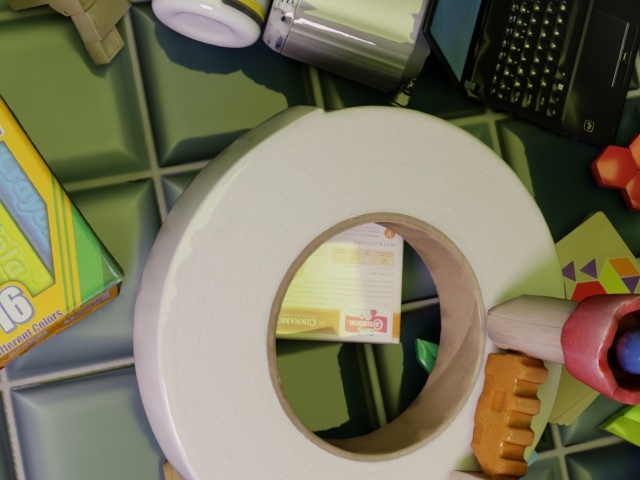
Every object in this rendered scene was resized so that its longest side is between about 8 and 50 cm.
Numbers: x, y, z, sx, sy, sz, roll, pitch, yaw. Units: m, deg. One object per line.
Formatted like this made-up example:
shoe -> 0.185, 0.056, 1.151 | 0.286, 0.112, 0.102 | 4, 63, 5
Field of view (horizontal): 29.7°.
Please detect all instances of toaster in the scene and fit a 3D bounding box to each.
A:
toaster -> 0.037, -0.236, 1.111 | 0.146, 0.129, 0.227 | 16, 83, -5

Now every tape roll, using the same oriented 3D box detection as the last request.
tape roll -> 0.035, 0.077, 1.023 | 0.392, 0.072, 0.392 | -2, 95, -26

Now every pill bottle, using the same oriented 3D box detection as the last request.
pill bottle -> -0.082, -0.278, 1.102 | 0.103, 0.103, 0.184 | 18, 81, -9

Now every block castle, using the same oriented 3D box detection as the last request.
block castle -> 0.264, 0.282, 0.998 | 0.303, 0.213, 0.453 | 15, 87, -32

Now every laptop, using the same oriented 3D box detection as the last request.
laptop -> 0.218, -0.242, 1.128 | 0.264, 0.136, 0.234 | 18, 82, -15

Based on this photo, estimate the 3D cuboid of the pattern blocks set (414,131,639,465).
pattern blocks set -> 0.249, 0.071, 1.167 | 0.325, 0.026, 0.285 | -28, 92, -12

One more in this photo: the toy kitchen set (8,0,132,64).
toy kitchen set -> -0.225, -0.211, 1.109 | 0.083, 0.075, 0.068 | 66, 33, -31

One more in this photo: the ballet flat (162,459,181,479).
ballet flat -> -0.117, 0.301, 1.062 | 0.073, 0.080, 0.232 | 2, 80, 17

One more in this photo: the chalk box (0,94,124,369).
chalk box -> -0.316, -0.032, 0.994 | 0.179, 0.180, 0.289 | -35, 90, -13

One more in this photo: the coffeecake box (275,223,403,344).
coffeecake box -> 0.000, 0.000, 1.107 | 0.142, 0.068, 0.185 | 4, 83, -12
